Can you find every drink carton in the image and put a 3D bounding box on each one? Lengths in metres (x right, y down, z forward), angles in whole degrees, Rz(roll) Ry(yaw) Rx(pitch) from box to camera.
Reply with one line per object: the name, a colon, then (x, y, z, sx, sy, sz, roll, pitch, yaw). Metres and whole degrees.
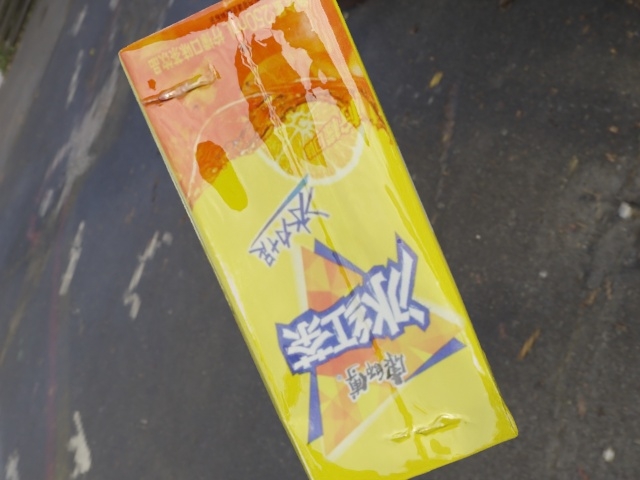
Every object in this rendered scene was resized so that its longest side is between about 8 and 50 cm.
drink carton: (0.000, 0.000, 0.686, 0.154, 0.351, 0.111, -23, 7, 5)
